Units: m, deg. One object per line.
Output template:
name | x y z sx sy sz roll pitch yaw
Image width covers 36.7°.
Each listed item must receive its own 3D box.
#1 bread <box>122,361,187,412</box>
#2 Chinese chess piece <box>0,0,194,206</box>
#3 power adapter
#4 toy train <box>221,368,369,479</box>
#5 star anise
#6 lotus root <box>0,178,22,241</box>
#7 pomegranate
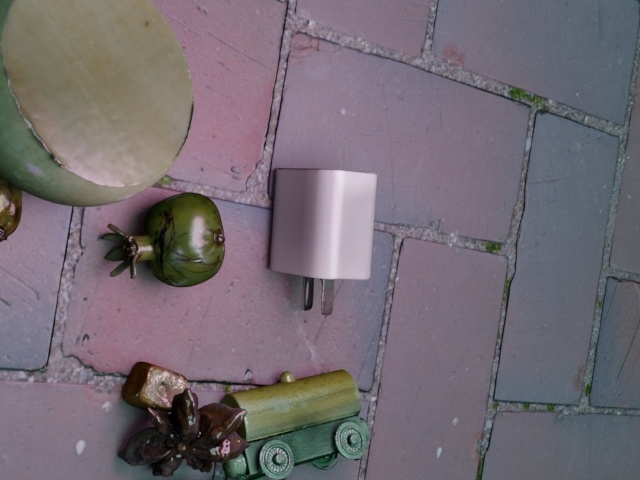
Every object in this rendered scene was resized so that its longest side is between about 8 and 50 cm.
bread | -0.270 0.243 1.577 0.083 0.070 0.076 28 76 -32
Chinese chess piece | -0.348 -0.220 1.385 0.349 0.147 0.349 14 70 -45
power adapter | 0.000 0.000 1.685 0.124 0.187 0.255 3 92 -36
toy train | -0.053 0.336 1.735 0.308 0.126 0.189 -7 67 -35
star anise | -0.208 0.323 1.566 0.197 0.073 0.212 15 128 -25
lotus root | -0.472 -0.089 1.392 0.108 0.095 0.190 54 42 -71
pomegranate | -0.245 0.001 1.540 0.191 0.131 0.151 -4 89 -25
